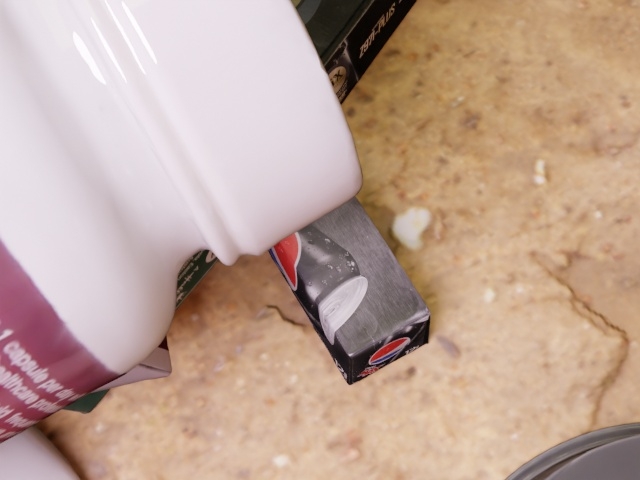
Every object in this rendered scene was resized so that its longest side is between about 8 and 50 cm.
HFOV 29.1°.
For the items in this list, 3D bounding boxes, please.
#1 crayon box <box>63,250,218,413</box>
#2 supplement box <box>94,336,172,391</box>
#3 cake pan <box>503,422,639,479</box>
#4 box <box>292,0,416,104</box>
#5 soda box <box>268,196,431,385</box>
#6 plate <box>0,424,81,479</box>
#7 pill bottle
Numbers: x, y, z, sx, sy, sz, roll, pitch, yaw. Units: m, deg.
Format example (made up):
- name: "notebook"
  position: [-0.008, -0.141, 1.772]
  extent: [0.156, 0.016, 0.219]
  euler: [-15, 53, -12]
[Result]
- name: "crayon box"
  position: [-0.197, -0.078, 0.747]
  extent: [0.323, 0.083, 0.203]
  euler: [41, 91, 17]
- name: "supplement box"
  position: [-0.167, -0.034, 0.649]
  extent: [0.130, 0.073, 0.239]
  euler: [-14, 77, 10]
- name: "cake pan"
  position: [0.200, 0.229, 0.642]
  extent: [0.293, 0.054, 0.293]
  euler: [0, 65, 0]
- name: "box"
  position: [-0.042, -0.176, 0.827]
  extent: [0.180, 0.077, 0.147]
  euler: [30, 69, 14]
- name: "soda box"
  position: [0.000, 0.000, 0.755]
  extent: [0.060, 0.053, 0.169]
  euler: [-27, 66, -12]
- name: "plate"
  position: [-0.307, 0.096, 0.654]
  extent: [0.278, 0.045, 0.277]
  euler: [-27, 62, -40]
- name: "pill bottle"
  position: [-0.197, -0.006, 0.486]
  extent: [0.392, 0.224, 0.224]
  euler: [-29, 67, -4]
